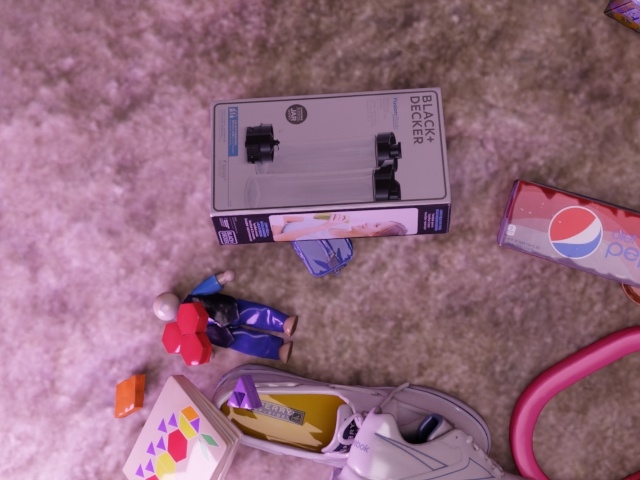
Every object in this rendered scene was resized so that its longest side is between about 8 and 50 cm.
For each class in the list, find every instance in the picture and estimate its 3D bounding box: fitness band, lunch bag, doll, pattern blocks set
[{"bbox_3d":[0.387,0.235,1.519,0.291,0.054,0.209,-30,94,4],"label":"fitness band"},{"bbox_3d":[0.000,0.000,1.501,0.067,0.065,0.098,-31,93,5],"label":"lunch bag"},{"bbox_3d":[-0.126,0.100,1.526,0.189,0.046,0.129,12,106,7],"label":"doll"},{"bbox_3d":[-0.174,0.271,1.475,0.285,0.026,0.325,53,123,30],"label":"pattern blocks set"}]

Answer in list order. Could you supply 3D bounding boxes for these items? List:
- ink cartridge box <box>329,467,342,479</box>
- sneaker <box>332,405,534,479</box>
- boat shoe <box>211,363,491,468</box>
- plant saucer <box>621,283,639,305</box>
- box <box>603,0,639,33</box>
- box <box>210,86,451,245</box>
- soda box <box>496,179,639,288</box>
[{"bbox_3d":[0.132,0.401,1.468,0.283,0.207,0.117,17,95,1],"label":"ink cartridge box"},{"bbox_3d":[0.164,0.283,1.421,0.297,0.111,0.129,16,94,-28],"label":"sneaker"},{"bbox_3d":[0.039,0.238,1.479,0.367,0.156,0.136,14,96,1],"label":"boat shoe"},{"bbox_3d":[0.430,0.046,1.518,0.083,0.013,0.083,0,95,2],"label":"plant saucer"},{"bbox_3d":[0.544,-0.339,1.392,0.279,0.177,0.290,29,97,-1],"label":"box"},{"bbox_3d":[0.012,-0.092,1.446,0.290,0.087,0.169,-2,64,2],"label":"box"},{"bbox_3d":[0.360,0.000,1.470,0.263,0.083,0.092,17,95,5],"label":"soda box"}]
